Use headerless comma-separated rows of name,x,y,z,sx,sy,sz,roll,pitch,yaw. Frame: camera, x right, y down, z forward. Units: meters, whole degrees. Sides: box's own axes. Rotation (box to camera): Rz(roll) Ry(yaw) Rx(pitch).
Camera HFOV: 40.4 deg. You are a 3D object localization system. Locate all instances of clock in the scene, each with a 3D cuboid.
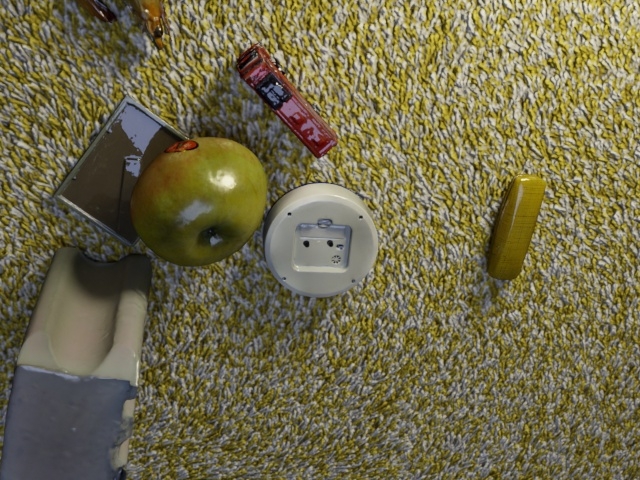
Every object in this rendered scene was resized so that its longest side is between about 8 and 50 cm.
clock,0.000,0.000,1.754,0.230,0.083,0.230,-3,113,-7

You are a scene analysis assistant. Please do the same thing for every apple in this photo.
apple,-0.219,-0.068,1.611,0.261,0.194,0.261,-19,145,-14

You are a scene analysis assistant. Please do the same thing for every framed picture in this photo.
framed picture,-0.369,-0.129,1.684,0.189,0.023,0.260,34,107,-19

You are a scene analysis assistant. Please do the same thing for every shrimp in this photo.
shrimp,-0.355,-0.438,1.528,0.150,0.068,0.248,-29,110,21

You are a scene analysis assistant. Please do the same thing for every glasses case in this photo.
glasses case,0.399,-0.026,1.794,0.079,0.064,0.234,7,113,-11

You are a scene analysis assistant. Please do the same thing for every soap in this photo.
soap,-0.442,0.250,1.629,0.213,0.435,0.350,7,116,-10

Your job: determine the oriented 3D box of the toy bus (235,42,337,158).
toy bus,-0.062,-0.257,1.622,0.073,0.096,0.235,-40,114,9
